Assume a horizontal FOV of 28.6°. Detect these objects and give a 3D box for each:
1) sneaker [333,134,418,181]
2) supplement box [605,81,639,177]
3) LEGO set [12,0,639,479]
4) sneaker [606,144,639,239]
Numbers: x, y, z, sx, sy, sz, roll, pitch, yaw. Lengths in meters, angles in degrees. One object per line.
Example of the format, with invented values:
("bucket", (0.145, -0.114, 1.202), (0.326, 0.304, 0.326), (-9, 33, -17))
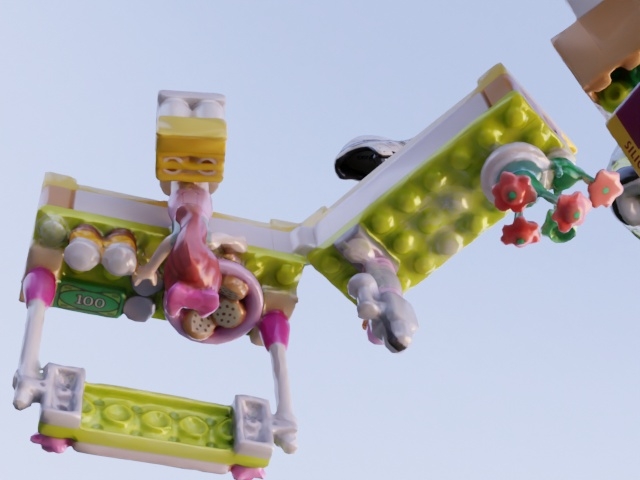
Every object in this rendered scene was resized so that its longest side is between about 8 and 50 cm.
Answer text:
("sneaker", (0.047, -0.042, 0.702), (0.083, 0.037, 0.031), (-4, -74, 26))
("supplement box", (0.118, -0.034, 0.312), (0.055, 0.043, 0.083), (63, -27, 20))
("LEGO set", (0.000, 0.000, 0.399), (0.287, 0.107, 0.132), (-8, -59, -2))
("sneaker", (0.414, 0.029, 1.088), (0.385, 0.147, 0.145), (27, -59, 17))
